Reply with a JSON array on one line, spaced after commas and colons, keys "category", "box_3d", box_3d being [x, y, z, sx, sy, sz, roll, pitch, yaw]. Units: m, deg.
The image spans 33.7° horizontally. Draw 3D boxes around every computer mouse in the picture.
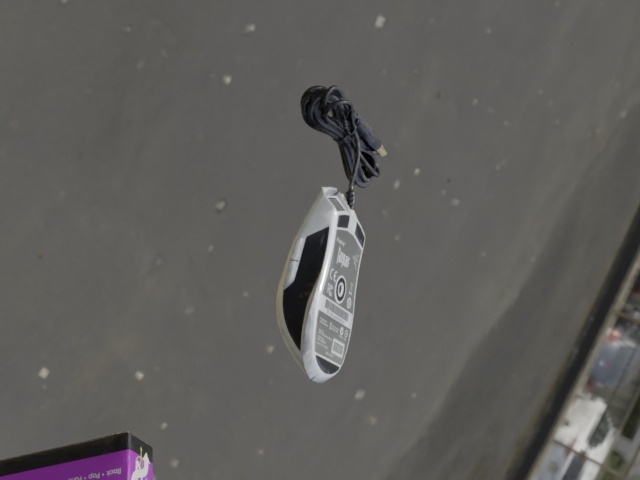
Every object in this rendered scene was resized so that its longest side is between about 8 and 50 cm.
[{"category": "computer mouse", "box_3d": [0.000, 0.000, 0.720, 0.106, 0.042, 0.193, 42, 56, -61]}]

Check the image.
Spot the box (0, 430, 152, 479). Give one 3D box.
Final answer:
[{"category": "box", "box_3d": [-0.124, 0.169, 0.436, 0.029, 0.116, 0.162, 53, 27, -55]}]
